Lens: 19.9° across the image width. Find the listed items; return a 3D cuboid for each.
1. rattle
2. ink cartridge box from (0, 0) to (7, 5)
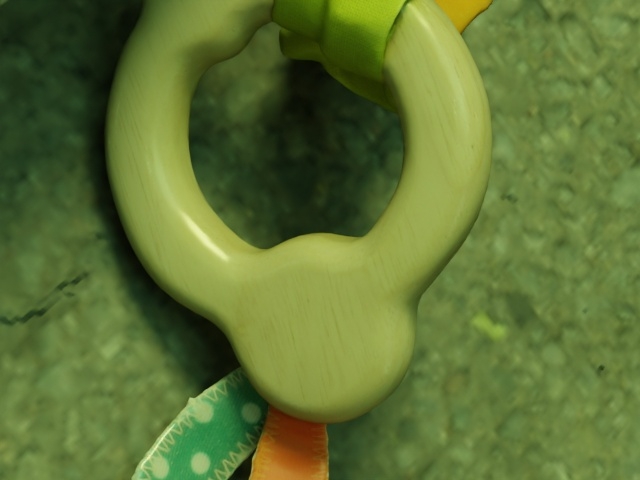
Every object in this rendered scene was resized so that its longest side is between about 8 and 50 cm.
[{"bbox_3d":[0.000,0.000,0.610,0.130,0.143,0.199,-4,98,3],"label":"rattle"},{"bbox_3d":[-0.114,-0.142,0.482,0.165,0.065,0.333,35,49,13],"label":"ink cartridge box"}]
